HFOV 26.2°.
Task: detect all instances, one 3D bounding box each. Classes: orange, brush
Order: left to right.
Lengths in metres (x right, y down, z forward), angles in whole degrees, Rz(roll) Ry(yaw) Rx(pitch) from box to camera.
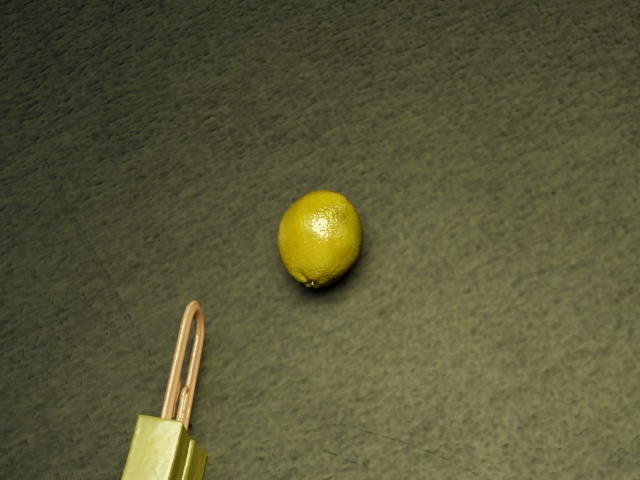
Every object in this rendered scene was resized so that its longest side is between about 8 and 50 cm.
[{"bbox_3d":[-0.132,0.164,1.269,0.047,0.103,0.233,5,63,13],"label":"brush"},{"bbox_3d":[0.000,0.000,1.331,0.085,0.085,0.095,2,71,15],"label":"orange"}]
